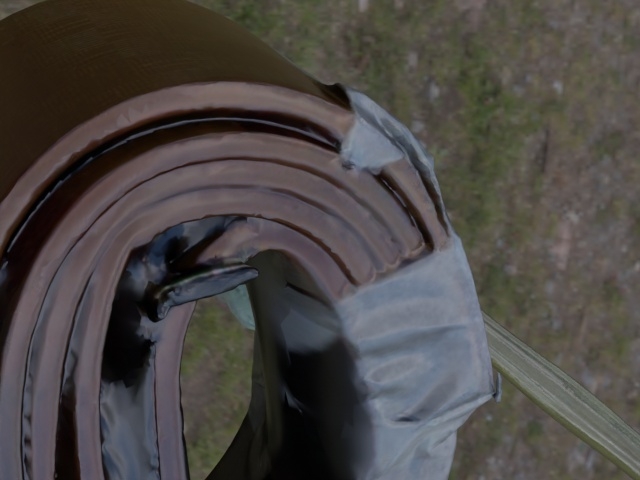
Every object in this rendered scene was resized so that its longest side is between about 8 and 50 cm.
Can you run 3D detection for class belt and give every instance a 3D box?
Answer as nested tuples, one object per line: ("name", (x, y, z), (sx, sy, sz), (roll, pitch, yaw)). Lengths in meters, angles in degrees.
("belt", (-0.042, 0.049, 0.423), (0.184, 0.105, 0.261), (-17, 125, -22))

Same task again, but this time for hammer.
("hammer", (0.089, 0.050, 0.565), (0.199, 0.013, 0.062), (38, 98, -4))

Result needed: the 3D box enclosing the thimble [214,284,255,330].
("thimble", (0.000, 0.000, 1.213), (0.185, 0.211, 0.149), (-62, 170, -58))
